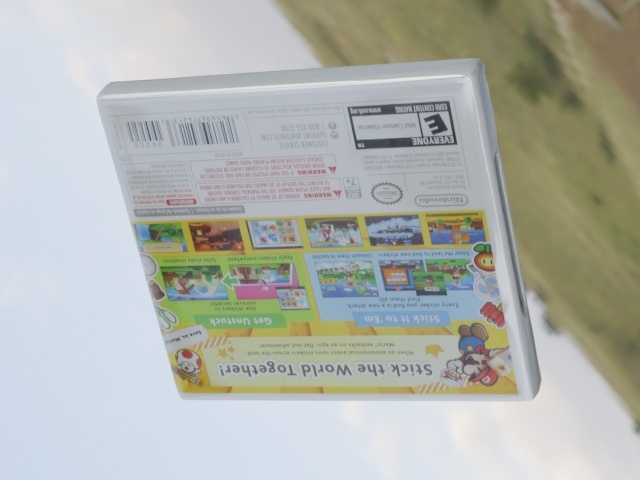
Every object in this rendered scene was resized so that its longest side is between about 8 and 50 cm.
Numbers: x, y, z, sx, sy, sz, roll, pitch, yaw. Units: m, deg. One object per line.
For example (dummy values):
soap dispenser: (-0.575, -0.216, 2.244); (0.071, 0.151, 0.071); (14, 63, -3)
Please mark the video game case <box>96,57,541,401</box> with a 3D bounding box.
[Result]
video game case: (0.000, 0.000, 1.088); (0.026, 0.227, 0.206); (-57, -41, -55)
